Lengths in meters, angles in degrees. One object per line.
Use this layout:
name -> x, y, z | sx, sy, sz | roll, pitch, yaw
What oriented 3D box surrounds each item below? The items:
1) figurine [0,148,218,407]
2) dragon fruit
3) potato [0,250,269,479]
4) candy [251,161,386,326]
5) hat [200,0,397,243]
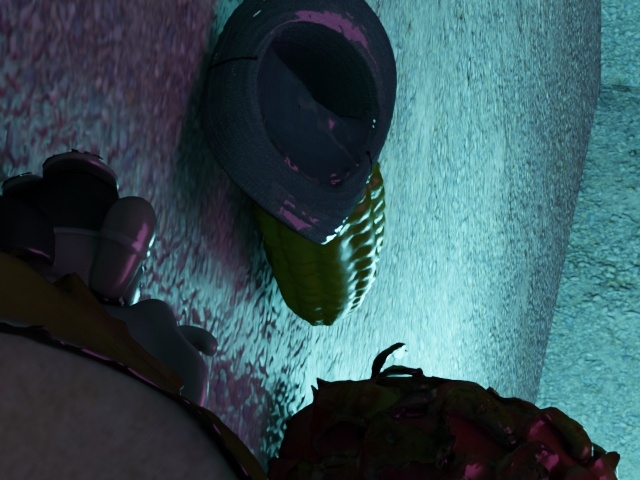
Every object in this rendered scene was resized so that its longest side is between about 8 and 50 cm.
figurine -> -0.112, 0.055, 0.767 | 0.126, 0.147, 0.192 | 44, 32, -49
dragon fruit -> 0.110, 0.223, 1.364 | 0.269, 0.291, 0.250 | -18, 109, -76
potato -> -0.139, 0.123, 0.586 | 0.246, 0.196, 0.300 | -43, 127, -13
candy -> 0.000, 0.000, 1.245 | 0.209, 0.096, 0.097 | 86, 17, -57
hat -> -0.022, -0.081, 1.114 | 0.138, 0.078, 0.191 | 40, 53, -27
